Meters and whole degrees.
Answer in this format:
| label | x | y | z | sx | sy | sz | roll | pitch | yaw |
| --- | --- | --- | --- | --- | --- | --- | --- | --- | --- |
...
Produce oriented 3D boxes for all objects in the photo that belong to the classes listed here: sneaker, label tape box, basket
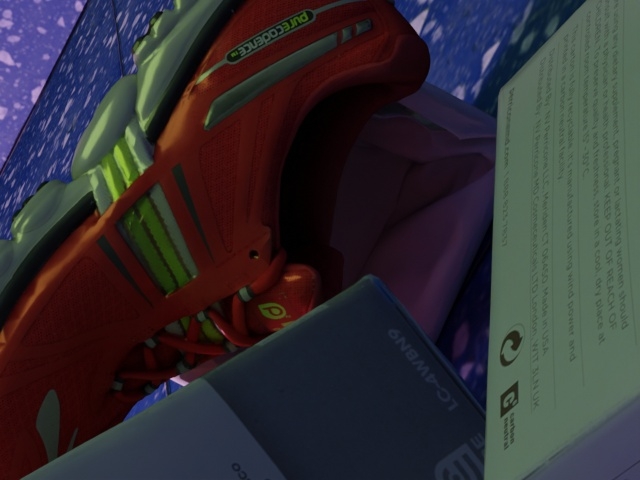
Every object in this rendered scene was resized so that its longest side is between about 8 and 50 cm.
| label | x | y | z | sx | sy | sz | roll | pitch | yaw |
| --- | --- | --- | --- | --- | --- | --- | --- | --- | --- |
| sneaker | -0.053 | 0.013 | 0.670 | 0.279 | 0.118 | 0.107 | -59 | -20 | 3 |
| label tape box | -0.117 | 0.173 | 0.573 | 0.348 | 0.115 | 0.249 | -26 | -16 | -41 |
| basket | 0.000 | 0.000 | 0.787 | 0.167 | 0.113 | 0.103 | -65 | 14 | 1 |

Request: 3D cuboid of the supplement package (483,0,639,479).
| label | x | y | z | sx | sy | sz | roll | pitch | yaw |
| --- | --- | --- | --- | --- | --- | --- | --- | --- | --- |
| supplement package | 0.157 | -0.030 | 0.337 | 0.244 | 0.139 | 0.134 | -46 | 27 | 43 |
